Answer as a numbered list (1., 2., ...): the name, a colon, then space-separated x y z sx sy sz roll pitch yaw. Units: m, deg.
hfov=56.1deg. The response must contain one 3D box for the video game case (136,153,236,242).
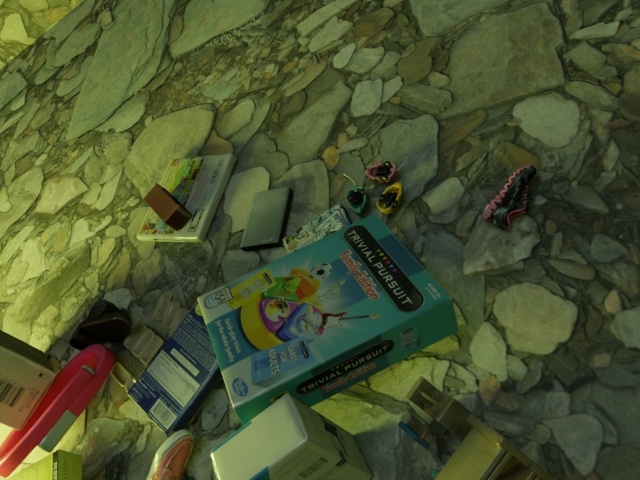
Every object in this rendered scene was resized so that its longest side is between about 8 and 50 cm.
1. video game case: -0.314 -0.100 1.408 0.206 0.026 0.227 1 62 34

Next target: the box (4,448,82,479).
1. box: -0.530 0.463 1.066 0.232 0.058 0.087 -31 49 11

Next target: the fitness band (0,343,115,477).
1. fitness band: -0.516 0.322 1.165 0.209 0.054 0.291 -17 32 52

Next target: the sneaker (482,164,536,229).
1. sneaker: 0.316 -0.067 0.966 0.057 0.047 0.119 38 89 28

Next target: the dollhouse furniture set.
1. dollhouse furniture set: 0.179 0.293 0.776 0.129 0.129 0.183 -52 23 -6

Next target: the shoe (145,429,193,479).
1. shoe: -0.251 0.413 1.002 0.081 0.063 0.178 26 82 40

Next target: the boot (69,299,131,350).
1. boot: -0.454 0.160 1.269 0.219 0.082 0.106 -24 41 40

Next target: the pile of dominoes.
1. pile of dominoes: -0.285 0.238 1.172 0.251 0.040 0.196 30 79 34

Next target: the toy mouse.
1. toy mouse: 0.100 -0.097 1.129 0.143 0.031 0.161 23 75 41

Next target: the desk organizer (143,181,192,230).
1. desk organizer: -0.350 -0.077 1.367 0.050 0.047 0.130 -50 47 -1

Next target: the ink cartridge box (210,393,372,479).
1. ink cartridge box: -0.036 0.313 0.836 0.139 0.191 0.082 -38 46 6

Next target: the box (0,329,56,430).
1. box: -0.650 0.269 1.226 0.311 0.148 0.121 -5 54 62

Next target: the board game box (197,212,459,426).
1. board game box: -0.001 0.113 0.931 0.335 0.079 0.254 -26 38 -8

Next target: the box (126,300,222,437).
1. box: -0.242 0.230 1.107 0.136 0.036 0.225 31 81 34

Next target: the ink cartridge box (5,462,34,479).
1. ink cartridge box: -0.521 0.481 1.130 0.181 0.061 0.104 -7 57 30

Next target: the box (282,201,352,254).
1. box: 0.000 0.000 1.133 0.137 0.027 0.094 -32 47 12

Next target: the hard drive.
1. hard drive: -0.110 -0.043 1.238 0.094 0.022 0.135 -8 57 29
